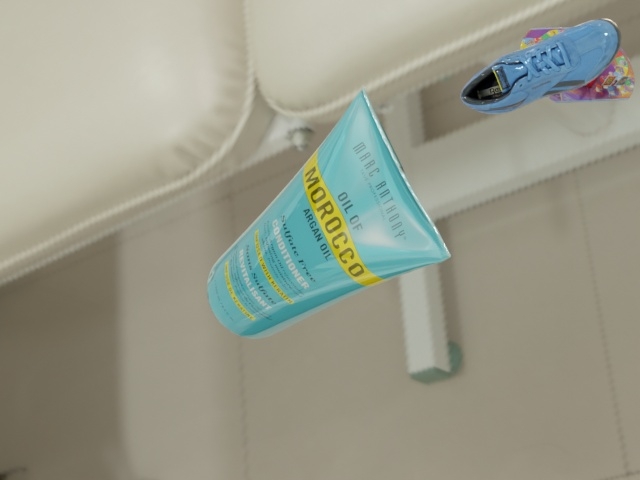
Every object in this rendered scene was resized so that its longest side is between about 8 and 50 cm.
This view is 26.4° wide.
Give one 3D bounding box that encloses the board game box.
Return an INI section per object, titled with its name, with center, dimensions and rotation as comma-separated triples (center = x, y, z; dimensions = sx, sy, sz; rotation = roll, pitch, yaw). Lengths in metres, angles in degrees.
[board game box]
center = 0.360, -0.253, 1.885
dimensions = 0.033, 0.168, 0.133
rotation = 114, 147, -54

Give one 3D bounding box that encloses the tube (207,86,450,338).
[tube]
center = 0.000, 0.000, 0.658
dimensions = 0.080, 0.052, 0.207
rotation = 59, 153, 4

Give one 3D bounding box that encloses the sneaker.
[sneaker]
center = 0.265, -0.207, 1.663
dimensions = 0.209, 0.082, 0.069
rotation = -23, 83, 34
